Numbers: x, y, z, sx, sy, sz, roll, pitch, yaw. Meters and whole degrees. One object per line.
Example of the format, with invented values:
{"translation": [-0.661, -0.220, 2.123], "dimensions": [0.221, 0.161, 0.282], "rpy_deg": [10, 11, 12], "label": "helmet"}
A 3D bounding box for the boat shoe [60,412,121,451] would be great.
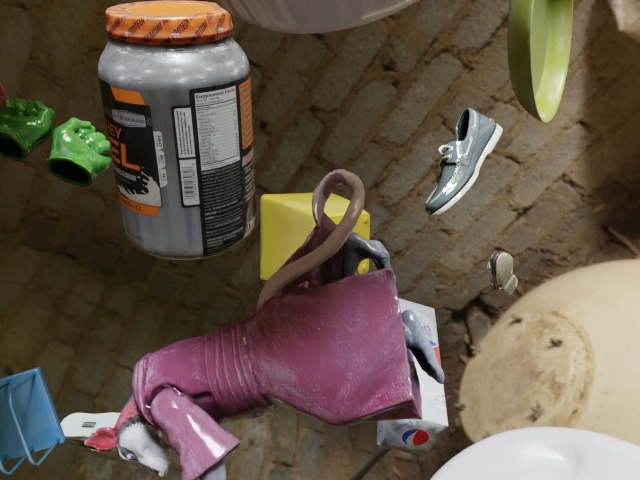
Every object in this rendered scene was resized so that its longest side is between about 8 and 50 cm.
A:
{"translation": [-0.479, 0.430, 1.308], "dimensions": [0.219, 0.070, 0.077], "rpy_deg": [-1, 45, 28], "label": "boat shoe"}

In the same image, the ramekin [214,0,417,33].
{"translation": [0.003, -0.267, 0.410], "dimensions": [0.127, 0.273, 0.272], "rpy_deg": [61, -139, -56], "label": "ramekin"}

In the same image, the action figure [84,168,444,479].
{"translation": [-0.075, 0.131, 0.604], "dimensions": [0.370, 0.275, 0.248], "rpy_deg": [-20, 23, -2], "label": "action figure"}

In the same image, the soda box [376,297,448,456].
{"translation": [0.161, 0.238, 1.077], "dimensions": [0.286, 0.091, 0.098], "rpy_deg": [-82, 11, -55], "label": "soda box"}

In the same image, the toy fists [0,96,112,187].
{"translation": [-0.612, -0.235, 1.339], "dimensions": [0.142, 0.279, 0.096], "rpy_deg": [-80, 16, -44], "label": "toy fists"}

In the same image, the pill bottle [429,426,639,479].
{"translation": [0.150, 0.247, 0.342], "dimensions": [0.160, 0.283, 0.160], "rpy_deg": [-14, 40, 12], "label": "pill bottle"}

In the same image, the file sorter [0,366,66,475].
{"translation": [-0.471, 0.270, 0.815], "dimensions": [0.104, 0.170, 0.118], "rpy_deg": [-137, 31, -82], "label": "file sorter"}

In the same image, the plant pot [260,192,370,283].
{"translation": [0.000, 0.000, 1.371], "dimensions": [0.187, 0.212, 0.212], "rpy_deg": [10, 102, 49], "label": "plant pot"}

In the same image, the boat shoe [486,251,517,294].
{"translation": [0.323, 0.056, 1.066], "dimensions": [0.043, 0.137, 0.049], "rpy_deg": [33, 82, 36], "label": "boat shoe"}

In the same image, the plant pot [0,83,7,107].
{"translation": [-0.457, -0.132, 0.479], "dimensions": [0.243, 0.275, 0.275], "rpy_deg": [-53, 14, -15], "label": "plant pot"}

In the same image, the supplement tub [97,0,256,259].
{"translation": [-0.188, -0.149, 0.800], "dimensions": [0.193, 0.194, 0.315], "rpy_deg": [-99, 8, -61], "label": "supplement tub"}

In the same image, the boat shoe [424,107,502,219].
{"translation": [0.296, -0.175, 1.300], "dimensions": [0.319, 0.099, 0.116], "rpy_deg": [-53, 8, -30], "label": "boat shoe"}

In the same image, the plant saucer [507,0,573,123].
{"translation": [0.282, -0.272, 0.754], "dimensions": [0.037, 0.241, 0.240], "rpy_deg": [8, 68, 31], "label": "plant saucer"}
